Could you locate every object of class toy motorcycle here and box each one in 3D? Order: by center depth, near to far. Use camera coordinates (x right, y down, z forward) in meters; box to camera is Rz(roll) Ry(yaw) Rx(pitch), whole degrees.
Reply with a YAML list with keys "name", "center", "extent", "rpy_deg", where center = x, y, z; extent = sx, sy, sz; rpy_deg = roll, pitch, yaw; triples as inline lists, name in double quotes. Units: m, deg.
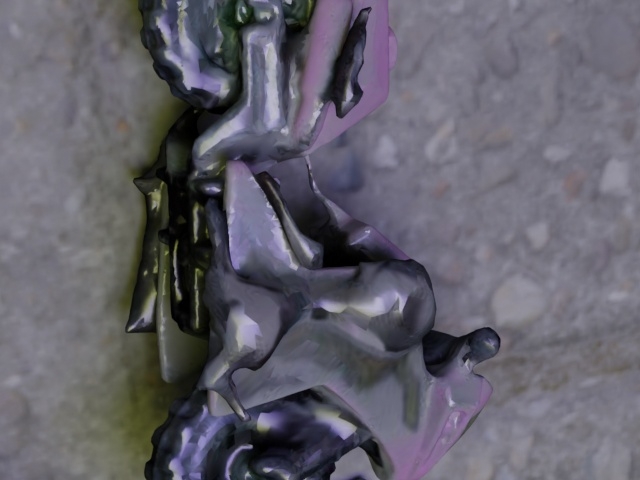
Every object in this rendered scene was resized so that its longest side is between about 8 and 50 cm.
- name: "toy motorcycle"
  center: [0.000, 0.000, 0.830]
  extent: [0.188, 0.143, 0.327]
  rpy_deg: [-3, 98, -24]

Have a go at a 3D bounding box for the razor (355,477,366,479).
- name: "razor"
  center: [-0.027, 0.177, 0.940]
  extent: [0.135, 0.068, 0.040]
  rpy_deg: [-29, 119, -15]
